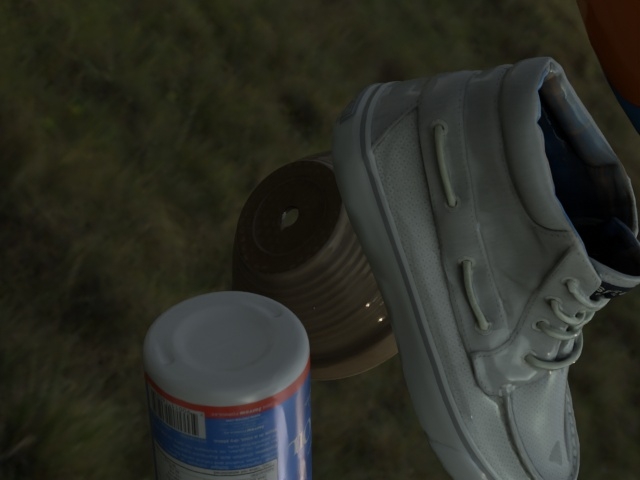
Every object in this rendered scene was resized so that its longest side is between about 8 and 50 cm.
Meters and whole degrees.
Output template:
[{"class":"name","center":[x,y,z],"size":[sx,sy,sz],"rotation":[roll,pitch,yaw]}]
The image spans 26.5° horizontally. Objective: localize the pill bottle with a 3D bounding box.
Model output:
[{"class":"pill bottle","center":[-0.068,0.159,1.045],"size":[0.124,0.124,0.221],"rotation":[-105,-168,-52]}]

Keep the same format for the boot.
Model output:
[{"class":"boot","center":[0.106,0.034,0.678],"size":[0.095,0.123,0.258],"rotation":[-47,119,-45]}]

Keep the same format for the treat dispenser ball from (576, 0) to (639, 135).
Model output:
[{"class":"treat dispenser ball","center":[0.223,-0.118,0.438],"size":[0.288,0.288,0.288],"rotation":[42,20,-19]}]

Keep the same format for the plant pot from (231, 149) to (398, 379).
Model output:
[{"class":"plant pot","center":[0.000,0.000,1.260],"size":[0.110,0.237,0.237],"rotation":[41,19,-46]}]
